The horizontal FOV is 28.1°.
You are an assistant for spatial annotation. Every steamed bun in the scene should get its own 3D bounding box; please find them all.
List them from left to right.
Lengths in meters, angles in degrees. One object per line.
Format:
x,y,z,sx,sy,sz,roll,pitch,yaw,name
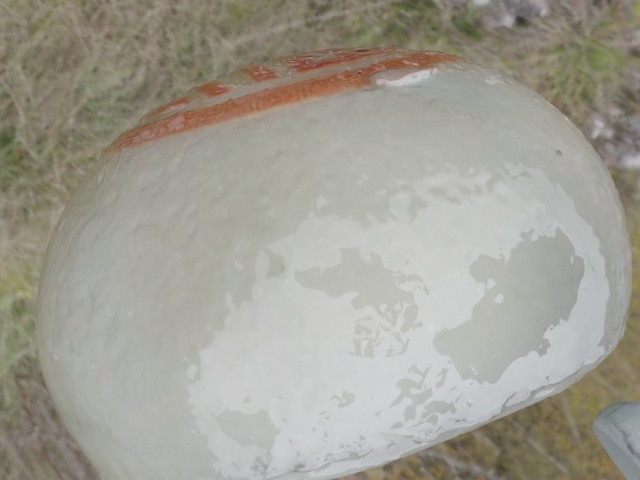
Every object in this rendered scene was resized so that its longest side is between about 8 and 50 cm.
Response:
0.000,0.000,0.610,0.283,0.283,0.177,-18,95,-30,steamed bun

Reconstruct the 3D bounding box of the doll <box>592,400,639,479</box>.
0.225,0.040,0.444,0.257,0.161,0.215,-38,100,-10,doll
